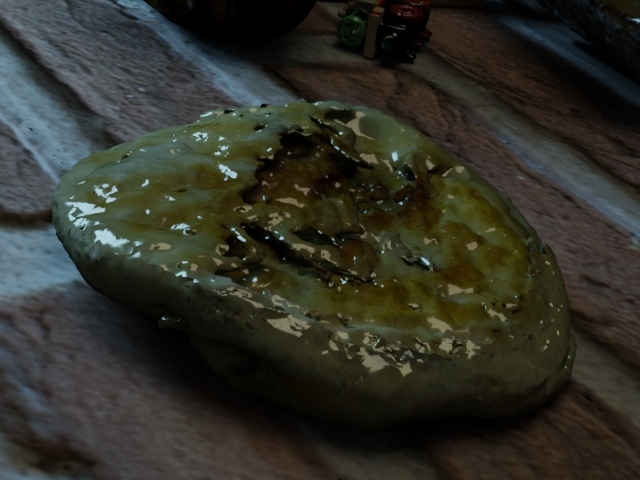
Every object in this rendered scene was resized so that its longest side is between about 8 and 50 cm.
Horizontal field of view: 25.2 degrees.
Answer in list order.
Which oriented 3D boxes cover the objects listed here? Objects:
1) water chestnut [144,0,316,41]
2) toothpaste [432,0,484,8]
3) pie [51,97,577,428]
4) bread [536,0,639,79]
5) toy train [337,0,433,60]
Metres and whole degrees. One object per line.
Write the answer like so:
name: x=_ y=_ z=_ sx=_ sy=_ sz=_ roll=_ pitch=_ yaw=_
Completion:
water chestnut: x=-0.095 y=-0.314 z=1.235 sx=0.244 sy=0.289 sz=0.289 roll=25 pitch=17 yaw=-35
toothpaste: x=0.081 y=-0.277 z=1.445 sx=0.193 sy=0.070 sz=0.044 roll=-2 pitch=33 yaw=-26
pie: x=0.000 y=0.001 z=0.880 sx=0.339 sy=0.077 sz=0.339 roll=10 pitch=27 yaw=-5
bread: x=0.271 y=-0.261 z=1.407 sx=0.165 sy=0.113 sz=0.416 roll=37 pitch=11 yaw=-35
toy train: x=0.060 y=-0.208 z=1.332 sx=0.087 sy=0.050 sz=0.138 roll=13 pitch=28 yaw=11
